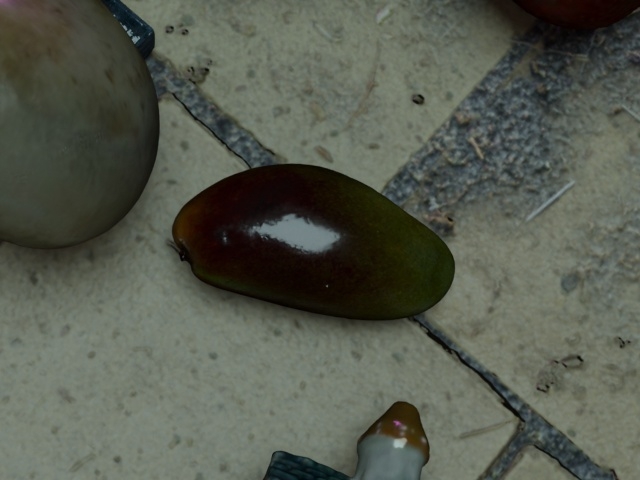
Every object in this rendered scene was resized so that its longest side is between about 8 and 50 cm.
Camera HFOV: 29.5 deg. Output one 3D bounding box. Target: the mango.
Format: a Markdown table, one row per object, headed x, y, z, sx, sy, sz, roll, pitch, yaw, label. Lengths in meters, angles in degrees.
| x | y | z | sx | sy | sz | roll | pitch | yaw | label |
| --- | --- | --- | --- | --- | --- | --- | --- | --- | --- |
| 0.000 | 0.000 | 1.108 | 0.267 | 0.111 | 0.133 | 12 | 63 | -11 | mango |

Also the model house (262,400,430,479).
| x | y | z | sx | sy | sz | roll | pitch | yaw | label |
| --- | --- | --- | --- | --- | --- | --- | --- | --- | --- |
| 0.030 | 0.285 | 1.026 | 0.271 | 0.190 | 0.301 | 20 | 58 | 1 | model house |

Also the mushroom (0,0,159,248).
| x | y | z | sx | sy | sz | roll | pitch | yaw | label |
| --- | --- | --- | --- | --- | --- | --- | --- | --- | --- |
| -0.294 | -0.099 | 1.037 | 0.297 | 0.297 | 0.290 | 47 | 111 | 5 | mushroom |

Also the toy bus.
| x | y | z | sx | sy | sz | roll | pitch | yaw | label |
| --- | --- | --- | --- | --- | --- | --- | --- | --- | --- |
| -0.230 | -0.230 | 1.153 | 0.166 | 0.065 | 0.047 | 40 | 74 | 2 | toy bus |

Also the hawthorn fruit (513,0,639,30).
| x | y | z | sx | sy | sz | roll | pitch | yaw | label |
| --- | --- | --- | --- | --- | --- | --- | --- | --- | --- |
| 0.239 | -0.358 | 1.166 | 0.307 | 0.265 | 0.265 | 40 | 73 | 10 | hawthorn fruit |
